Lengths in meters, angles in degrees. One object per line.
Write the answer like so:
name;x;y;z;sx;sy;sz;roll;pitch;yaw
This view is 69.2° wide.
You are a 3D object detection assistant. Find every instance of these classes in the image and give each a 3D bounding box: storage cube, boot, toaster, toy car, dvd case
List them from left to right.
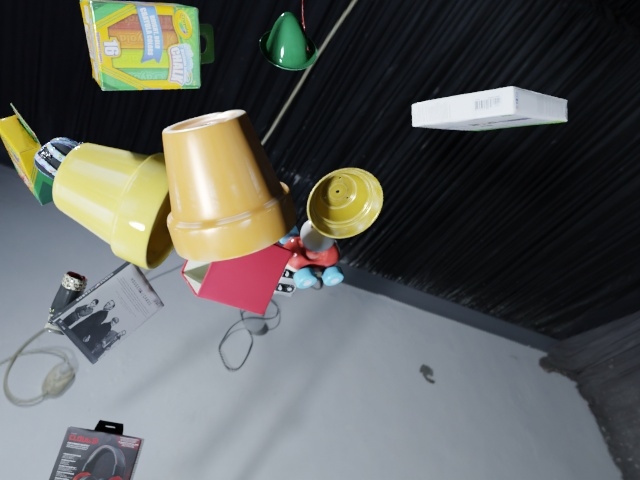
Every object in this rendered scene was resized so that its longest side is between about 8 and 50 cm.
boot;-0.788;0.187;1.461;0.085;0.236;0.179;21;86;-22
dvd case;-0.556;0.189;1.238;0.029;0.179;0.238;19;50;39
storage cube;-0.223;0.058;1.213;0.193;0.215;0.183;22;3;-32
toaster;-0.161;0.122;1.999;0.110;0.168;0.186;10;30;-32
toy car;0.000;0.000;1.512;0.210;0.238;0.219;-2;55;-32

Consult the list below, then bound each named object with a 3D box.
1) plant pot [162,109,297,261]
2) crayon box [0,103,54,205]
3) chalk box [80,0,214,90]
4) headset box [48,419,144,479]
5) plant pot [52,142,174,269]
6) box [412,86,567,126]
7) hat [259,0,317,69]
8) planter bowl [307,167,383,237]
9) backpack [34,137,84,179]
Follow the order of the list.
plant pot;-0.155;-0.097;0.733;0.205;0.188;0.205;-10;24;4
crayon box;-1.069;-0.307;1.692;0.081;0.319;0.202;-32;63;-31
chalk box;-0.386;-0.463;1.096;0.288;0.180;0.179;-12;32;-27
headset box;-0.663;0.687;1.362;0.218;0.110;0.293;15;62;-9
plant pot;-0.433;-0.095;1.031;0.238;0.254;0.254;23;42;-2
box;0.397;-0.295;1.074;0.322;0.232;0.059;-9;100;-45
hat;-0.082;-0.628;1.323;0.172;0.184;0.209;-12;64;-18
planter bowl;0.059;-0.120;1.305;0.217;0.217;0.090;15;26;-25
backpack;-0.840;-0.265;1.542;0.173;0.158;0.117;40;22;-39
